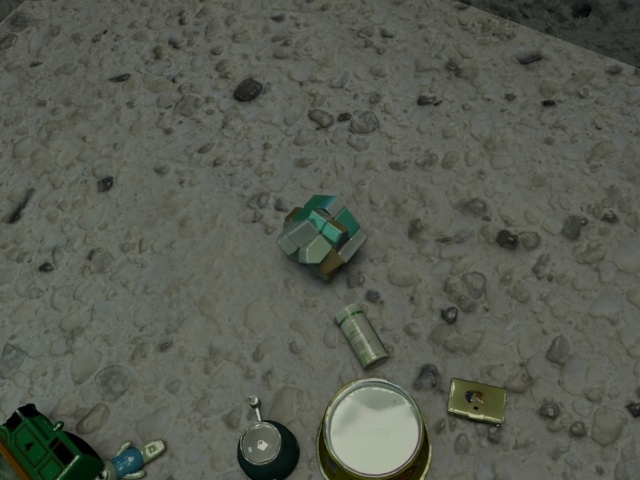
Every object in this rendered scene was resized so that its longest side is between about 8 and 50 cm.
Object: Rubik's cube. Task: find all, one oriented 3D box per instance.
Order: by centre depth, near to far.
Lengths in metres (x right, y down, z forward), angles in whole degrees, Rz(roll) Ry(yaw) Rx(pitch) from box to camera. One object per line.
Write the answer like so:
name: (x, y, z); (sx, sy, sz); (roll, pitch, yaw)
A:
Rubik's cube: (0.000, 0.000, 1.946); (0.213, 0.224, 0.265); (-48, 25, -20)

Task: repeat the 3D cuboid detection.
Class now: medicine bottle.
medicine bottle: (0.120, 0.282, 1.876); (0.086, 0.086, 0.183); (-26, 62, -9)

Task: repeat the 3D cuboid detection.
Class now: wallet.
wallet: (0.435, 0.451, 1.785); (0.155, 0.039, 0.110); (10, 60, 10)

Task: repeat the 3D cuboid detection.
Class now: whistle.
whistle: (-0.540, 0.616, 1.761); (0.235, 0.077, 0.114); (-25, 78, -12)

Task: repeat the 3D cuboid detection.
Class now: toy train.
toy train: (-0.760, 0.590, 1.705); (0.429, 0.178, 0.249); (33, 74, 30)

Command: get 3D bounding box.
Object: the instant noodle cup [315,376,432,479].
instant noodle cup: (0.136, 0.507, 1.659); (0.325, 0.254, 0.326); (-2, 61, 4)

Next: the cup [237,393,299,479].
cup: (-0.147, 0.554, 1.703); (0.167, 0.173, 0.300); (-17, 62, -3)
